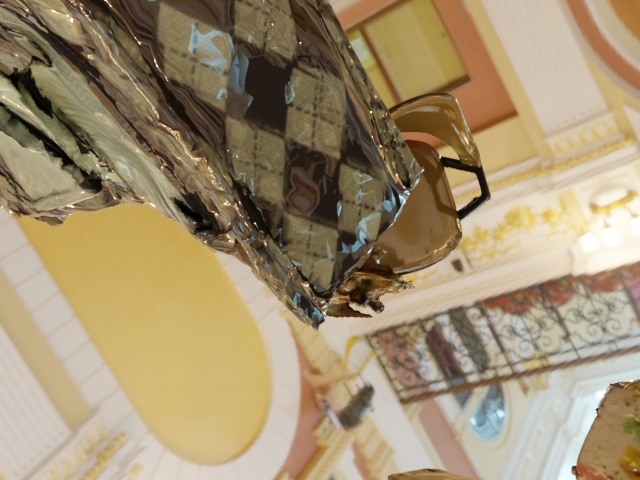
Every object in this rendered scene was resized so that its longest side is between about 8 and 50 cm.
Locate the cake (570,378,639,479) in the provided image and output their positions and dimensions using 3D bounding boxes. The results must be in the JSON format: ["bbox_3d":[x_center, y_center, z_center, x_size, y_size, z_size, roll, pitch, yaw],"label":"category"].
[{"bbox_3d":[0.307,0.191,0.617,0.090,0.109,0.225,4,-156,-46],"label":"cake"}]

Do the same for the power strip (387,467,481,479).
[{"bbox_3d":[0.197,0.323,0.982,0.091,0.062,0.385,0,176,-27],"label":"power strip"}]

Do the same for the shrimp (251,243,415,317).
[{"bbox_3d":[-0.001,-0.001,0.695,0.051,0.115,0.217,8,-169,-35],"label":"shrimp"}]

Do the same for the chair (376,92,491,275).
[{"bbox_3d":[0.072,-0.048,0.907,0.159,0.172,0.247,-14,-177,-21],"label":"chair"}]

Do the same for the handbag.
[{"bbox_3d":[-0.165,-0.113,0.525,0.416,0.317,0.180,10,-125,42],"label":"handbag"}]
